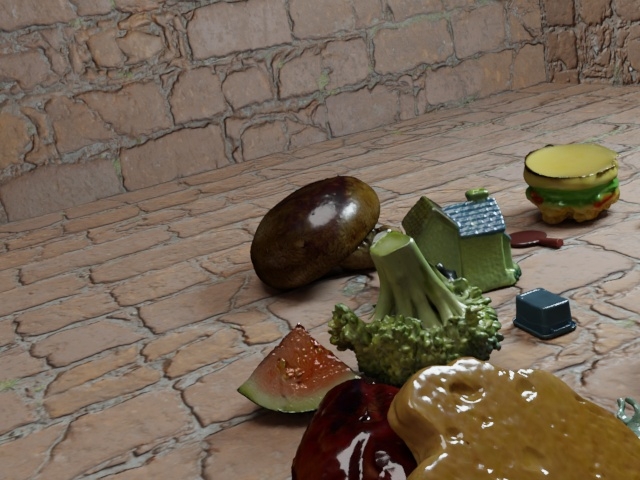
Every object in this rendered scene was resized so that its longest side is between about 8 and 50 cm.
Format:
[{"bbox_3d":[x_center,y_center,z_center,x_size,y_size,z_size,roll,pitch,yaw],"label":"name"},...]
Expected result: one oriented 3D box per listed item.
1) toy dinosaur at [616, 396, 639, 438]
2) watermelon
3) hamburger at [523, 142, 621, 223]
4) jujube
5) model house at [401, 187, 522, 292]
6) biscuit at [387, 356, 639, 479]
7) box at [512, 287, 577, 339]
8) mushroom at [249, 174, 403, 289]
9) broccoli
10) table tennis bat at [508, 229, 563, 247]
[{"bbox_3d":[0.327,0.254,0.877,0.129,0.076,0.383,25,39,22],"label":"toy dinosaur"},{"bbox_3d":[-0.011,0.213,1.205,0.145,0.137,0.193,37,38,19],"label":"watermelon"},{"bbox_3d":[0.590,-0.128,1.836,0.237,0.149,0.237,-10,26,5],"label":"hamburger"},{"bbox_3d":[0.062,0.266,0.801,0.197,0.197,0.290,-10,28,3],"label":"jujube"},{"bbox_3d":[0.276,-0.007,1.566,0.214,0.189,0.195,-11,19,2],"label":"model house"},{"bbox_3d":[0.200,0.242,0.708,0.351,0.057,0.312,13,38,-21],"label":"biscuit"},{"bbox_3d":[0.376,0.120,1.320,0.074,0.054,0.099,-18,19,-18],"label":"box"},{"bbox_3d":[-0.013,-0.022,1.749,0.345,0.239,0.345,-16,-8,-2],"label":"mushroom"},{"bbox_3d":[0.139,0.096,1.215,0.262,0.243,0.247,-6,30,31],"label":"broccoli"},{"bbox_3d":[0.469,-0.003,1.722,0.098,0.019,0.154,-20,17,-29],"label":"table tennis bat"}]
